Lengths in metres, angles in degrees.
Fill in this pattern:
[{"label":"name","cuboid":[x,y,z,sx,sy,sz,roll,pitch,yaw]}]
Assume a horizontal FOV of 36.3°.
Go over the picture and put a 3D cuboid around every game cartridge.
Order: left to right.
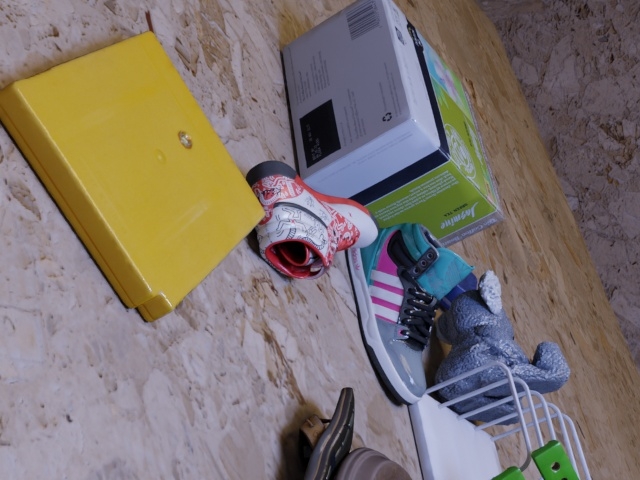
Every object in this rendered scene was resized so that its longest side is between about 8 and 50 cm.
[{"label":"game cartridge","cuboid":[-0.203,-0.086,1.129,0.285,0.053,0.323,58,26,-10]}]

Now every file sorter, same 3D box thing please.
[{"label":"file sorter","cuboid":[0.291,0.335,1.533,0.278,0.173,0.192,37,34,-45]}]

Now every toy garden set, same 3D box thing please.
[{"label":"toy garden set","cuboid":[0.267,0.422,1.355,0.203,0.244,0.049,61,-9,-9]}]

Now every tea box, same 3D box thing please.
[{"label":"tea box","cuboid":[0.124,-0.187,1.690,0.323,0.220,0.329,39,33,-44]}]

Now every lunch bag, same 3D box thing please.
[{"label":"lunch bag","cuboid":[0.253,0.089,1.857,0.067,0.065,0.098,40,29,-11]}]

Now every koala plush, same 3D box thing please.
[{"label":"koala plush","cuboid":[0.276,0.174,1.664,0.203,0.196,0.221,11,50,-25]}]

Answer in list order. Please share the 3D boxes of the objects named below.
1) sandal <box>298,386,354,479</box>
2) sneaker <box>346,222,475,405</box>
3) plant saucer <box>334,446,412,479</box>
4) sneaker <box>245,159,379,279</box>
[{"label":"sandal","cuboid":[-0.005,0.251,1.154,0.219,0.060,0.090,-60,157,-48]},{"label":"sneaker","cuboid":[0.159,0.092,1.511,0.124,0.178,0.295,29,40,-53]},{"label":"plant saucer","cuboid":[0.086,0.384,1.163,0.278,0.041,0.277,49,33,-48]},{"label":"sneaker","cuboid":[-0.001,0.000,1.397,0.270,0.090,0.145,29,41,-47]}]
